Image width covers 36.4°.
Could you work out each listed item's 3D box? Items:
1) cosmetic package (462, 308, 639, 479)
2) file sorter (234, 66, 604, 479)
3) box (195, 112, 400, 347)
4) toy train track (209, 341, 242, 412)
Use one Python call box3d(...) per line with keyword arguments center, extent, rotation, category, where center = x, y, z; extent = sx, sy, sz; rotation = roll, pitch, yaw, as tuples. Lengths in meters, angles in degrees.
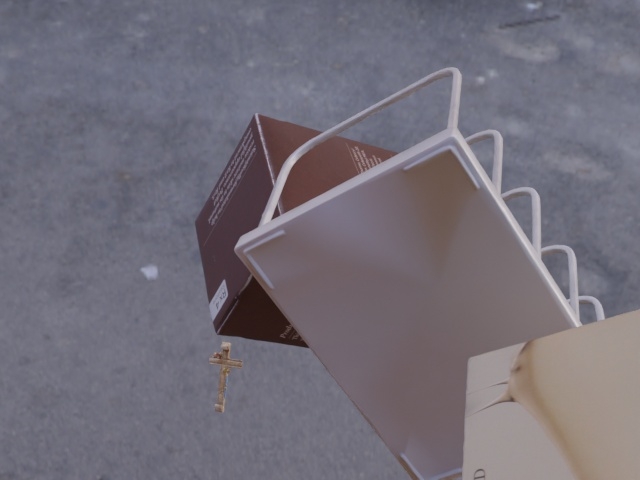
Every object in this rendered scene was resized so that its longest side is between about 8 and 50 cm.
box3d(center=(0.235, 0.112, 0.510), extent=(0.309, 0.113, 0.160), rotation=(-21, 40, 29), category="cosmetic package")
box3d(center=(0.102, 0.029, 0.815), extent=(0.193, 0.277, 0.173), rotation=(-26, 23, 24), category="file sorter")
box3d(center=(0.000, 0.000, 1.023), extent=(0.203, 0.168, 0.167), rotation=(13, 40, -28), category="box")
box3d(center=(-0.119, 0.163, 1.161), extent=(0.048, 0.083, 0.014), rotation=(3, -4, 30), category="toy train track")
